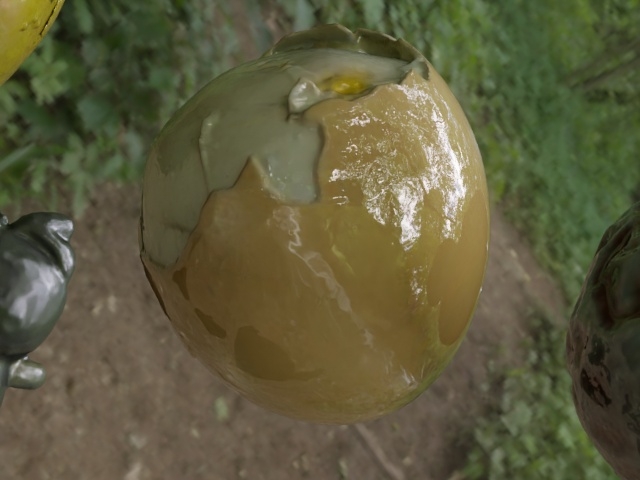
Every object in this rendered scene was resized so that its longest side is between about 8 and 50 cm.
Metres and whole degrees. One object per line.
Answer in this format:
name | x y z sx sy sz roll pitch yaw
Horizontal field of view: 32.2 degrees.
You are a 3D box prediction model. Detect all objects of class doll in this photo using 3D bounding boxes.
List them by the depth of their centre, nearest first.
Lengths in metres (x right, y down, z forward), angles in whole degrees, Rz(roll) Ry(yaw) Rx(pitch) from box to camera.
doll | -0.442 0.111 1.430 0.252 0.382 0.379 18 -1 -27

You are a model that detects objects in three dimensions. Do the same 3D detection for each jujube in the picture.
jujube | 0.295 0.061 0.798 0.215 0.246 0.308 33 17 3

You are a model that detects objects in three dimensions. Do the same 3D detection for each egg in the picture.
egg | 0.000 0.000 0.638 0.201 0.201 0.244 -125 -166 -55

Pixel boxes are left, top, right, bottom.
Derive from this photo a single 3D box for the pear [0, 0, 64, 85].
pear | -0.300 -0.226 0.697 0.336 0.285 0.285 49 -2 46
